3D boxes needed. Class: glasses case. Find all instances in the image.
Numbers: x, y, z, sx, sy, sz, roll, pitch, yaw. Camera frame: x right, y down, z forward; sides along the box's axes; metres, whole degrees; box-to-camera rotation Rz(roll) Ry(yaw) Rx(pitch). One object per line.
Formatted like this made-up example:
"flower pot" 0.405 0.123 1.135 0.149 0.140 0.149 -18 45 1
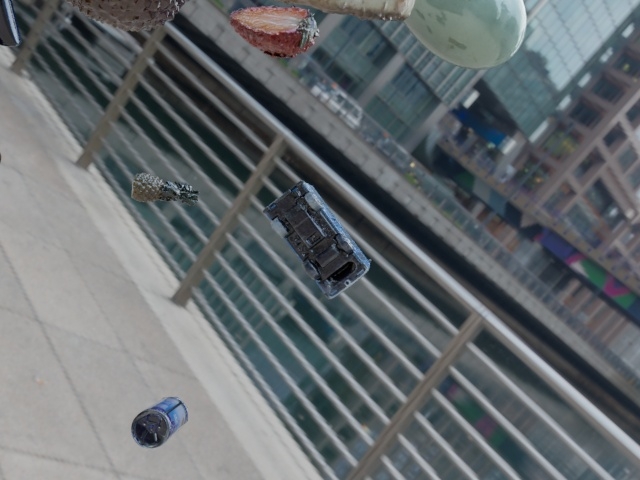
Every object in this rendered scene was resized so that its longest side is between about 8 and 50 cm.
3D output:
"glasses case" -0.403 -0.285 1.021 0.023 0.034 0.083 -59 145 -65

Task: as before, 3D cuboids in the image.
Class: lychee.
"lychee" -0.304 -0.477 1.334 0.271 0.271 0.271 41 6 -5

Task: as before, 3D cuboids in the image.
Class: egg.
"egg" 0.291 -0.527 1.785 0.371 0.230 0.230 49 8 21

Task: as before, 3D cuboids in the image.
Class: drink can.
"drink can" -0.393 0.447 2.009 0.097 0.097 0.235 41 -2 3

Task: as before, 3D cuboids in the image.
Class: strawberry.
"strawberry" -0.123 -0.528 2.096 0.237 0.190 0.111 15 -47 23

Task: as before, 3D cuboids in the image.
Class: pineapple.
"pineapple" -0.370 -0.117 1.947 0.160 0.074 0.074 9 16 -16

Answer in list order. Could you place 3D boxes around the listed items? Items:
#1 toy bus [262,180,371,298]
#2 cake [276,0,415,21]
"toy bus" 0.000 0.000 1.698 0.234 0.116 0.133 54 8 7
"cake" 0.030 -0.534 1.375 0.256 0.290 0.282 25 23 37
